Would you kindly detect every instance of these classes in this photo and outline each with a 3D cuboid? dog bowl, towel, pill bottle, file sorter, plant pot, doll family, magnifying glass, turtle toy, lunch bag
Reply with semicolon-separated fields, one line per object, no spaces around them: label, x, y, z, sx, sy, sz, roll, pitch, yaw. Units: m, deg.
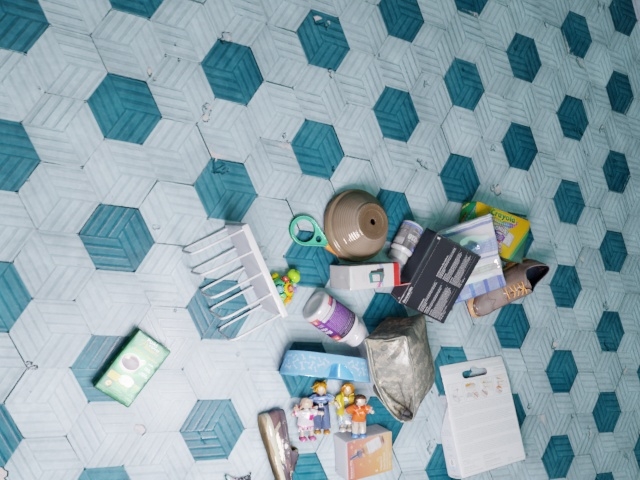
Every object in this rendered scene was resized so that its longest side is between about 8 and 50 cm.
dog bowl;0.018;0.387;1.691;0.297;0.166;0.074;12;74;-26
towel;0.534;0.065;1.935;0.209;0.034;0.285;-18;105;-6
pill bottle;0.285;0.007;1.864;0.078;0.078;0.137;34;76;-23
file sorter;-0.247;0.111;1.535;0.173;0.193;0.278;-26;102;-21
plant pot;0.137;-0.052;1.758;0.237;0.109;0.237;3;84;-31
doll family;0.032;0.525;1.736;0.263;0.118;0.163;-1;97;-9
magnifying glass;0.000;0.000;1.750;0.231;0.026;0.092;32;76;-24
turtle toy;-0.106;0.139;1.664;0.095;0.066;0.130;54;43;-26
lunch bag;0.264;0.406;1.761;0.235;0.169;0.287;-24;103;-63
pill bottle;0.049;0.251;1.729;0.193;0.108;0.108;38;74;-22

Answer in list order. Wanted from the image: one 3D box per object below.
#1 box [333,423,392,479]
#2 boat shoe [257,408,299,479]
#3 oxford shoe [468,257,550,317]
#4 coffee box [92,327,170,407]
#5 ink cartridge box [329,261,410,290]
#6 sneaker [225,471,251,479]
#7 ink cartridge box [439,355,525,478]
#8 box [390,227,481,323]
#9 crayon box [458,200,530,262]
box;0.138;0.684;1.786;0.170;0.091;0.130;-4;92;-27
boat shoe;-0.108;0.646;1.657;0.092;0.103;0.285;-18;92;-21
oxford shoe;0.696;0.169;2.043;0.363;0.132;0.130;-33;105;-23
coffee box;-0.505;0.341;1.486;0.113;0.040;0.184;41;73;-22
ink cartridge box;0.161;0.110;1.770;0.231;0.134;0.078;-3;91;-28
sneaker;-0.233;0.707;1.630;0.069;0.038;0.098;-41;117;-22
ink cartridge box;0.575;0.640;2.033;0.308;0.091;0.385;-3;75;-26
box;0.383;0.117;1.850;0.184;0.103;0.261;26;96;-17
crayon box;0.636;-0.028;2.039;0.278;0.081;0.165;16;84;-25
